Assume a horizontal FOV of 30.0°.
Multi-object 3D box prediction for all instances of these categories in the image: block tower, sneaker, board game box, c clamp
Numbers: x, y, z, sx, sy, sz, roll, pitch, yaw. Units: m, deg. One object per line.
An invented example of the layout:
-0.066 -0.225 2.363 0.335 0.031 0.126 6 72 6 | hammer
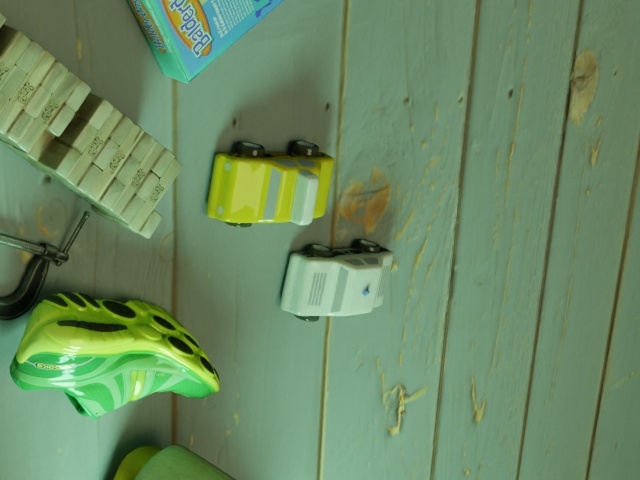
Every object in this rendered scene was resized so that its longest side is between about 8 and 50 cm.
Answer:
-0.272 -0.125 1.170 0.097 0.091 0.335 -57 139 -9 | block tower
-0.232 0.136 1.351 0.123 0.109 0.295 -48 144 15 | sneaker
-0.113 -0.297 1.288 0.210 0.047 0.160 -45 136 -23 | board game box
-0.329 0.017 1.236 0.161 0.022 0.137 13 104 -51 | c clamp

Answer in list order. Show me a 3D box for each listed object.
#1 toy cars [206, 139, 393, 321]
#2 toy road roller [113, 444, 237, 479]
0.000 0.000 1.524 0.176 0.087 0.393 -51 138 -15 | toy cars
-0.155 0.420 1.489 0.241 0.203 0.329 1 113 -60 | toy road roller
